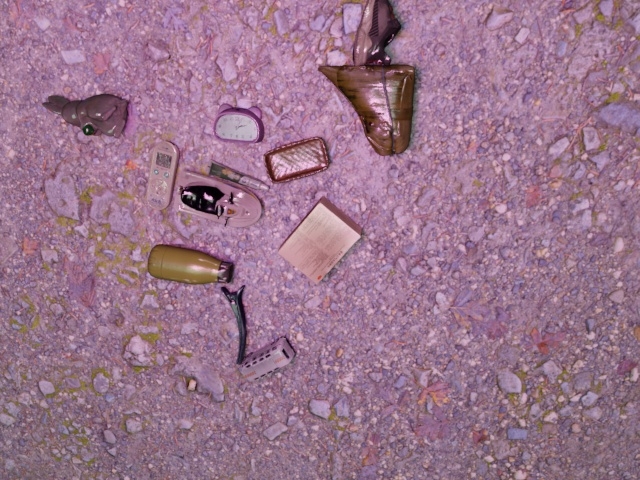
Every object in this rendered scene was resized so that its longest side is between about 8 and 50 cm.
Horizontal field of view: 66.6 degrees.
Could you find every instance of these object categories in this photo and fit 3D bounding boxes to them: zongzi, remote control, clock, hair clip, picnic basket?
[{"bbox_3d":[0.120,-0.362,1.361,0.274,0.125,0.251,4,100,9],"label":"zongzi"},{"bbox_3d":[-0.492,-0.202,1.521,0.078,0.042,0.222,17,107,2],"label":"remote control"},{"bbox_3d":[-0.245,-0.344,1.443,0.152,0.050,0.110,7,108,4],"label":"clock"},{"bbox_3d":[-0.275,0.285,1.626,0.082,0.048,0.276,-6,97,5],"label":"hair clip"},{"bbox_3d":[-0.070,-0.240,1.454,0.193,0.055,0.110,-13,104,11],"label":"picnic basket"}]

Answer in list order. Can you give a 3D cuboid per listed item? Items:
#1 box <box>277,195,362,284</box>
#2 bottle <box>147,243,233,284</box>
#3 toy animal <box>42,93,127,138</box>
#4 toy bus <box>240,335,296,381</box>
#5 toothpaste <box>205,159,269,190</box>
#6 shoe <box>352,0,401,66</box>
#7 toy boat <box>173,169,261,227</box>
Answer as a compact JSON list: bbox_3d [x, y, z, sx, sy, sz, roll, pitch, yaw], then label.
[{"bbox_3d":[0.000,0.000,1.500,0.168,0.095,0.212,40,108,-5],"label":"box"},{"bbox_3d":[-0.413,0.084,1.564,0.259,0.112,0.112,9,108,3],"label":"bottle"},{"bbox_3d":[-0.705,-0.382,1.465,0.251,0.127,0.126,13,121,17],"label":"toy animal"},{"bbox_3d":[-0.185,0.409,1.651,0.193,0.089,0.087,-29,102,15],"label":"toy bus"},{"bbox_3d":[-0.254,-0.194,1.502,0.204,0.031,0.049,20,107,2],"label":"toothpaste"},{"bbox_3d":[0.157,-0.558,1.286,0.112,0.099,0.228,19,83,2],"label":"shoe"},{"bbox_3d":[-0.320,-0.119,1.483,0.269,0.140,0.141,20,109,15],"label":"toy boat"}]
